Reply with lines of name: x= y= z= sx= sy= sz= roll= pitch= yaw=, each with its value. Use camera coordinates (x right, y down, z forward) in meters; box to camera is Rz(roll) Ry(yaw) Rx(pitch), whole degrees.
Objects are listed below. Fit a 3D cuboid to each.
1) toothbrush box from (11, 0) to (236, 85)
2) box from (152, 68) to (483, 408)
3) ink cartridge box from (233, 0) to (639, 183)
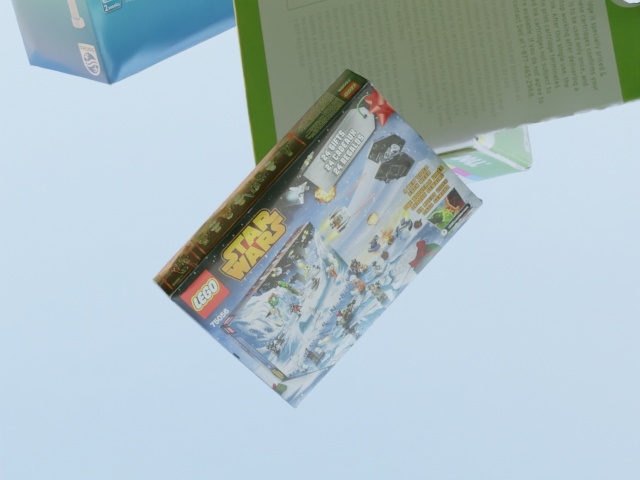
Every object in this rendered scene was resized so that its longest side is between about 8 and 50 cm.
toothbrush box: x=-0.155 y=-0.304 z=1.400 sx=0.216 sy=0.295 sz=0.126 roll=-31 pitch=-148 yaw=-32
box: x=0.000 y=0.000 z=0.829 sx=0.137 sy=0.094 sz=0.027 roll=-47 pitch=-149 yaw=-3
ink cartridge box: x=0.086 y=-0.132 z=0.943 sx=0.255 sy=0.188 sz=0.097 roll=-12 pitch=169 yaw=22
